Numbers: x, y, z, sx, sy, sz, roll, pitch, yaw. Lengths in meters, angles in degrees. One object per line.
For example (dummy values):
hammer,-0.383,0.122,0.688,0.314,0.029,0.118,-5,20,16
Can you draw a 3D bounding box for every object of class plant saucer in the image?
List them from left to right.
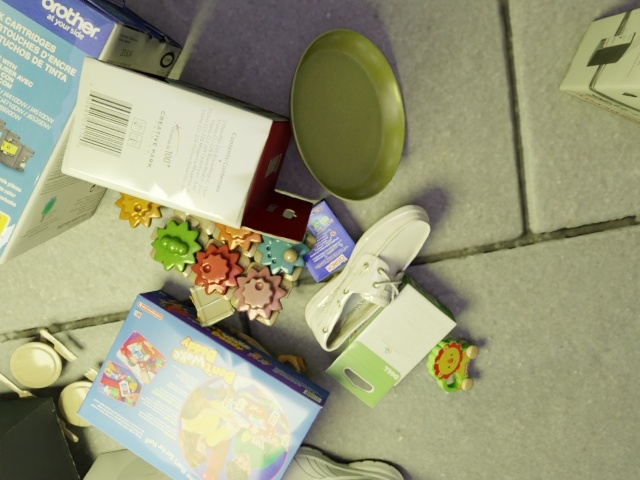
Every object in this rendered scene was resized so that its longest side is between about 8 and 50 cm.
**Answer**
plant saucer,0.037,-0.176,0.731,0.037,0.241,0.240,3,109,46

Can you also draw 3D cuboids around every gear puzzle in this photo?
gear puzzle,-0.184,-0.015,0.806,0.339,0.044,0.175,28,88,10

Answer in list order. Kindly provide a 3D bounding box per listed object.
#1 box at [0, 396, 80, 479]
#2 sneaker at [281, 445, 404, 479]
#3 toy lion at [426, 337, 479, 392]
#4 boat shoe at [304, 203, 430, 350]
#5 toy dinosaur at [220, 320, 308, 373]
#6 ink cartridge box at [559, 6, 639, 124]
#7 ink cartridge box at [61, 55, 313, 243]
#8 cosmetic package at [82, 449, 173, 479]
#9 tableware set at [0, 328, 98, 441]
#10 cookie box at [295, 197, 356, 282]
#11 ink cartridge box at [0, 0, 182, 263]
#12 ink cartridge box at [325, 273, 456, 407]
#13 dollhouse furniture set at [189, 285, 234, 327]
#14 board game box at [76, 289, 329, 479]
box,-0.611,0.459,0.871,0.344,0.179,0.312,-9,102,15
sneaker,0.009,0.453,0.902,0.297,0.129,0.110,4,106,2
toy lion,0.221,0.213,0.863,0.096,0.034,0.100,-5,106,-29
boat shoe,0.086,0.069,0.803,0.098,0.096,0.277,23,115,-34
toy dinosaur,-0.088,0.223,0.883,0.112,0.064,0.211,-22,101,8
ink cartridge box,0.471,-0.212,0.654,0.197,0.273,0.114,22,107,-3
ink cartridge box,-0.125,-0.122,0.675,0.272,0.309,0.130,18,103,-3
cosmetic package,-0.306,0.478,0.869,0.224,0.224,0.138,-11,103,5
tableware set,-0.465,0.254,0.916,0.128,0.039,0.194,-43,101,3
cookie box,0.000,0.000,0.837,0.092,0.040,0.107,-34,100,8
ink cartridge box,-0.341,-0.197,0.684,0.151,0.270,0.395,33,102,-9
ink cartridge box,0.116,0.170,0.863,0.109,0.062,0.209,39,102,-7
dollhouse furniture set,-0.136,0.084,0.846,0.152,0.058,0.076,-26,72,3
board game box,-0.194,0.269,0.835,0.347,0.078,0.233,29,95,9
